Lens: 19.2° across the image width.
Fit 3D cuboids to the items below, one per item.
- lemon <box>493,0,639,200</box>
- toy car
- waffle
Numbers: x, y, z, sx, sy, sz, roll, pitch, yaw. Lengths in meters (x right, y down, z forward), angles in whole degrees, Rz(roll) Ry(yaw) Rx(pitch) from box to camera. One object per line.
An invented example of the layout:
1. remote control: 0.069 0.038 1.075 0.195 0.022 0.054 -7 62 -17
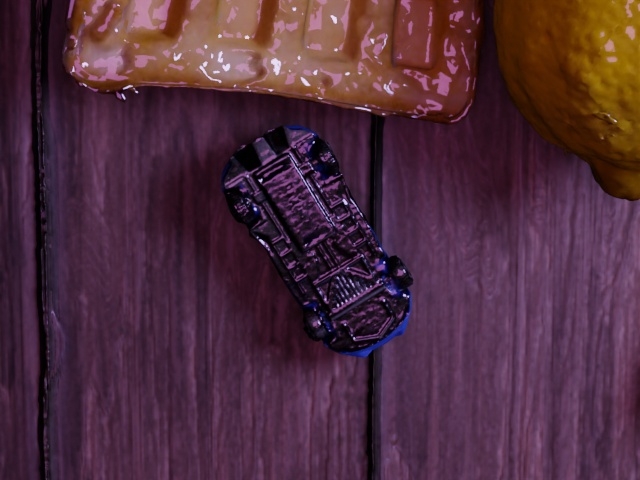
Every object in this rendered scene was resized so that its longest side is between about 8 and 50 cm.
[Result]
1. lemon: 0.260 -0.189 1.514 0.245 0.245 0.320 7 103 -4
2. toy car: 0.000 0.000 1.620 0.103 0.063 0.216 -31 106 3
3. waffle: -0.027 -0.254 1.548 0.348 0.077 0.304 5 101 -13
